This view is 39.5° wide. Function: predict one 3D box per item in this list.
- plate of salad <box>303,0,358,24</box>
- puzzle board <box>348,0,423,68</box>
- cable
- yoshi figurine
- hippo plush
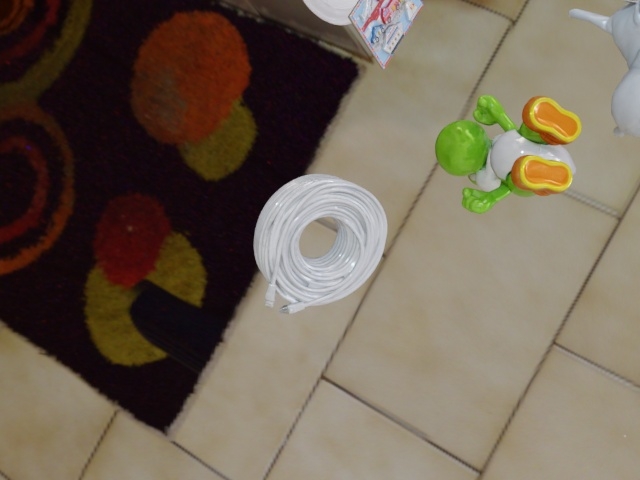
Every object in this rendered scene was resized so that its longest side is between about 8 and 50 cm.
[{"bbox_3d":[0.020,-0.533,1.811,0.048,0.200,0.199,-9,72,54],"label":"plate of salad"},{"bbox_3d":[0.093,-0.313,1.211,0.011,0.096,0.128,8,58,44],"label":"puzzle board"},{"bbox_3d":[0.000,0.000,1.698,0.089,0.257,0.257,-142,49,-60],"label":"cable"},{"bbox_3d":[0.315,-0.160,1.629,0.204,0.362,0.203,-30,95,-10],"label":"yoshi figurine"},{"bbox_3d":[0.570,-0.289,1.458,0.294,0.234,0.236,11,80,-1],"label":"hippo plush"}]
